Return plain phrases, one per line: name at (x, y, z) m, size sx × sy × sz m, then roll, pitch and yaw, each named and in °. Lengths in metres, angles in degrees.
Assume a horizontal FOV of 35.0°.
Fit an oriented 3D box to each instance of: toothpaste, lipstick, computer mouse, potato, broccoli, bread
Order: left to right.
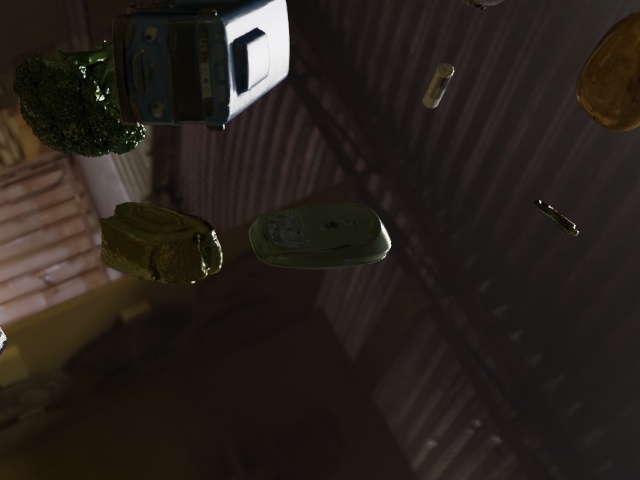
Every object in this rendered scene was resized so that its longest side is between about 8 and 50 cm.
broccoli at (-0.449, -0.269, 1.925) m, size 0.261 × 0.242 × 0.269 m, roll 9°, pitch -33°, yaw 51°
bread at (-0.319, 0.013, 2.011) m, size 0.257 × 0.186 × 0.124 m, roll 18°, pitch -67°, yaw 31°
computer mouse at (0.000, 0.005, 2.068) m, size 0.159 × 0.288 × 0.097 m, roll -112°, pitch -162°, yaw -46°
lipstick at (0.267, -0.352, 2.298) m, size 0.040 × 0.040 × 0.141 m, roll 61°, pitch -20°, yaw 17°
toothpaste at (0.366, -0.035, 1.572) m, size 0.083 × 0.027 × 0.019 m, roll 45°, pitch -57°, yaw 24°
potato at (0.422, -0.228, 1.379) m, size 0.118 × 0.178 × 0.109 m, roll 41°, pitch -11°, yaw -31°

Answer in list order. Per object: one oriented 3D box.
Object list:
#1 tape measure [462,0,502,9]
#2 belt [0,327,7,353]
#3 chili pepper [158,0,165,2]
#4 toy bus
tape measure at (0.406, -0.641, 2.285) m, size 0.120 × 0.236 × 0.197 m, roll 56°, pitch -3°, yaw 46°
belt at (-0.657, 0.150, 1.743) m, size 0.230 × 0.126 × 0.139 m, roll 35°, pitch -47°, yaw -18°
chili pepper at (-0.274, -0.462, 1.817) m, size 0.153 × 0.050 × 0.041 m, roll 111°, pitch -34°, yaw -71°
toy bus at (-0.114, -0.193, 1.040) m, size 0.234 × 0.133 × 0.116 m, roll -57°, pitch 149°, yaw -65°
